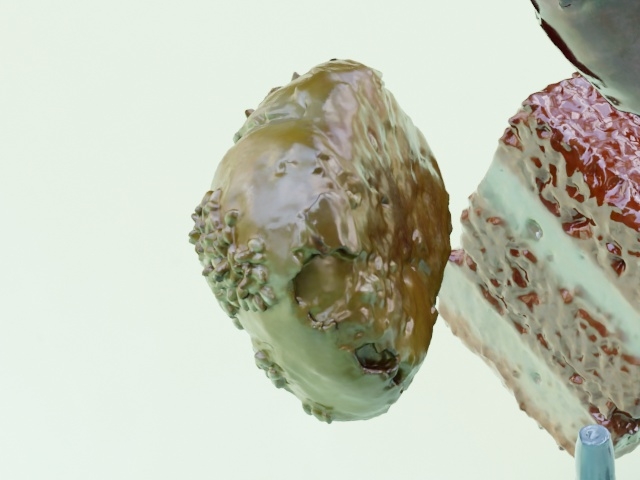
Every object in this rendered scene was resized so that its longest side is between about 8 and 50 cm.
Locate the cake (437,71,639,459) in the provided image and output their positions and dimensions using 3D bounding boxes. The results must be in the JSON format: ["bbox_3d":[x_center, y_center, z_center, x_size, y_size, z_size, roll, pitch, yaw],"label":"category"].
[{"bbox_3d":[0.306,0.017,1.774,0.269,0.319,0.270,-21,58,-34],"label":"cake"}]

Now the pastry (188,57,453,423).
[{"bbox_3d":[0.000,0.000,1.516,0.161,0.255,0.311,-13,27,19],"label":"pastry"}]

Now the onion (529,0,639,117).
[{"bbox_3d":[0.269,-0.235,1.117,0.347,0.348,0.285,-31,12,-39],"label":"onion"}]

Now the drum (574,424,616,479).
[{"bbox_3d":[0.211,0.264,1.433,0.049,0.253,0.130,-2,49,8],"label":"drum"}]
